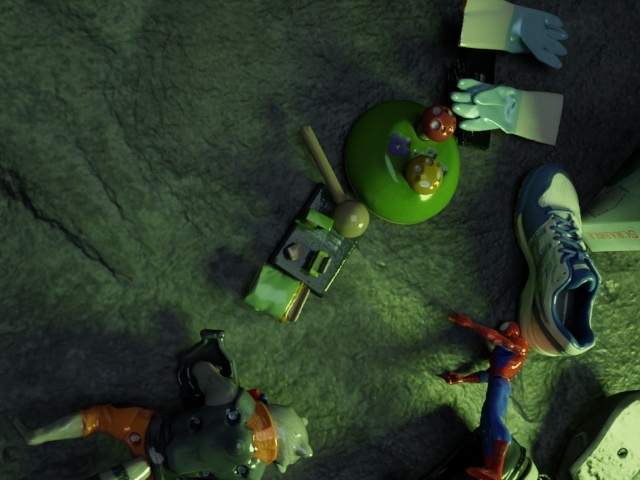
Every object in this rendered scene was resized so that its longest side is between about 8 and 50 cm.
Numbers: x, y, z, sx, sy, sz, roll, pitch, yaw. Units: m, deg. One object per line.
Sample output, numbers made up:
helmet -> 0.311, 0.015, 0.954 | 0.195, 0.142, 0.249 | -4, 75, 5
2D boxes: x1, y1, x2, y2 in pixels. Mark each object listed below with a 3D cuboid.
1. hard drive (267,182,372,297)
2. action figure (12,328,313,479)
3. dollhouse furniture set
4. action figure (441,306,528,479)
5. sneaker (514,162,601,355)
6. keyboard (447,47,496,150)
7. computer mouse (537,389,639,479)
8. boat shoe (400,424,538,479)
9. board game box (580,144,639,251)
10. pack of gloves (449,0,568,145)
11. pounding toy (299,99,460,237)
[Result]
hard drive -> 0.000, 0.000, 0.988 | 0.094, 0.022, 0.135 | 36, 79, -15
action figure -> -0.162, 0.300, 0.856 | 0.330, 0.178, 0.341 | -17, 93, -8
dollhouse furniture set -> -0.034, 0.035, 0.933 | 0.076, 0.058, 0.152 | 28, 81, -15
action figure -> 0.218, 0.211, 1.004 | 0.139, 0.091, 0.280 | 21, 49, 11
sneaker -> 0.372, 0.027, 1.056 | 0.112, 0.131, 0.296 | -2, 89, -17
keyboard -> 0.223, -0.237, 1.068 | 0.100, 0.038, 0.192 | 7, 86, -41
computer mouse -> 0.435, 0.336, 1.111 | 0.272, 0.072, 0.188 | -45, 105, -1
boat shoe -> 0.156, 0.369, 0.983 | 0.340, 0.127, 0.113 | -28, 97, -18
board game box -> 0.578, -0.116, 1.028 | 0.066, 0.318, 0.318 | 47, 76, -11
pack of gloves -> 0.281, -0.256, 1.066 | 0.232, 0.046, 0.195 | 3, 100, -31
pounding toy -> 0.114, -0.113, 0.968 | 0.237, 0.110, 0.183 | -18, 90, -24
